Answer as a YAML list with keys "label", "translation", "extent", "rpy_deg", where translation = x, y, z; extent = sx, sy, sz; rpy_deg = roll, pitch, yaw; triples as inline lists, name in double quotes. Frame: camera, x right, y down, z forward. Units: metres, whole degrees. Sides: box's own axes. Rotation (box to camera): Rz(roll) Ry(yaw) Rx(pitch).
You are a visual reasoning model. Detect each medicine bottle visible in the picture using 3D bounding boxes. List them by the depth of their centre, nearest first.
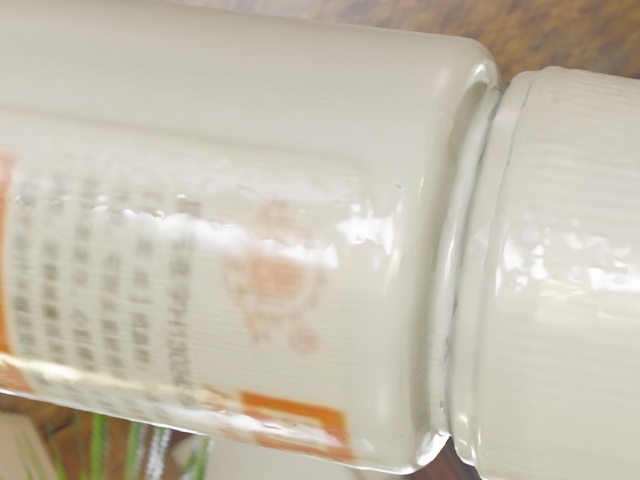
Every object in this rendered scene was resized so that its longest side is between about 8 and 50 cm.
- label: "medicine bottle"
  translation: [0.000, 0.000, 0.682]
  extent: [0.371, 0.211, 0.211]
  rpy_deg: [10, 165, 15]
